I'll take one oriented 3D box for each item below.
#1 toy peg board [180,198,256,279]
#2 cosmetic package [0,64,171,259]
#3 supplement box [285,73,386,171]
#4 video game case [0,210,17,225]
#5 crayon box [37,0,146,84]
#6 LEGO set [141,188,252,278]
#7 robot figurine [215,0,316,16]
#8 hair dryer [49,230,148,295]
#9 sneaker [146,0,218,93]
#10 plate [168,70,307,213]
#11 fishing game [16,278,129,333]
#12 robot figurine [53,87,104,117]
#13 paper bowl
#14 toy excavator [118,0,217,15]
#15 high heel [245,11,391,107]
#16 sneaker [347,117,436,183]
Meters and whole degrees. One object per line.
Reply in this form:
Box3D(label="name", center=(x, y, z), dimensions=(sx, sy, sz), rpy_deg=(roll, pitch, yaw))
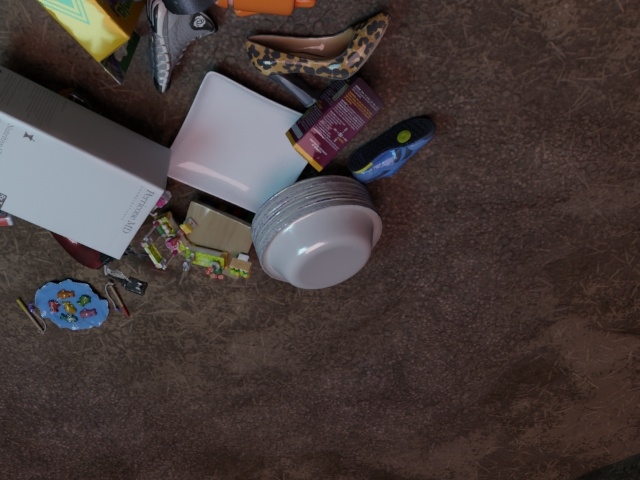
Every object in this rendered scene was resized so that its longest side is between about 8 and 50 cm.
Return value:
Box3D(label="toy peg board", center=(-0.233, -0.018, 1.717), dimensions=(0.161, 0.079, 0.161), rpy_deg=(24, 126, 0))
Box3D(label="cosmetic package", center=(-0.511, -0.148, 1.432), dimensions=(0.385, 0.156, 0.217), rpy_deg=(25, 123, -20))
Box3D(label="supplement box", center=(0.027, -0.242, 1.465), dimensions=(0.188, 0.104, 0.081), rpy_deg=(-45, 115, 9))
Box3D(label="video game case", center=(-0.761, -0.097, 1.550), dimensions=(0.285, 0.204, 0.025), rpy_deg=(-4, 132, 2))
Box3D(label="crayon box", center=(-0.413, -0.451, 1.263), dimensions=(0.083, 0.203, 0.323), rpy_deg=(-29, 125, 21))
Box3D(label="LEGO set", center=(-0.296, 0.026, 1.649), dimensions=(0.287, 0.107, 0.132), rpy_deg=(42, 125, -13))
Box3D(label="robot figurine", center=(-0.113, -0.467, 1.301), dimensions=(0.219, 0.158, 0.128), rpy_deg=(5, 100, -5))
Box3D(label="hair dryer", center=(-0.509, -0.002, 1.673), dimensions=(0.293, 0.080, 0.223), rpy_deg=(26, 145, 6))
Box3D(label="sneaker", center=(-0.260, -0.377, 1.407), dimensions=(0.132, 0.086, 0.228), rpy_deg=(-16, 153, -21))
Box3D(label="plate", center=(-0.165, -0.203, 1.571), dimensions=(0.278, 0.045, 0.277), rpy_deg=(23, 125, -18))
Box3D(label="fishing game", center=(-0.637, 0.173, 1.882), dimensions=(0.264, 0.041, 0.189), rpy_deg=(-8, 132, 6))
Box3D(label="robot figurine", center=(-0.530, -0.196, 1.549), dimensions=(0.211, 0.085, 0.291), rpy_deg=(-9, 130, 7))
Box3D(label="paper bowl", center=(0.000, 0.000, 1.615), dimensions=(0.284, 0.148, 0.284), rpy_deg=(-16, 147, -11))
Box3D(label="toy excavator", center=(-0.115, -0.564, 1.122), dimensions=(0.433, 0.445, 0.222), rpy_deg=(25, 154, 36))
Box3D(label="high heel", center=(-0.010, -0.384, 1.394), dimensions=(0.186, 0.093, 0.261), rpy_deg=(36, 125, -27))
Box3D(label="sneaker", center=(0.162, -0.189, 1.578), dimensions=(0.209, 0.069, 0.082), rpy_deg=(-29, 139, 20))
